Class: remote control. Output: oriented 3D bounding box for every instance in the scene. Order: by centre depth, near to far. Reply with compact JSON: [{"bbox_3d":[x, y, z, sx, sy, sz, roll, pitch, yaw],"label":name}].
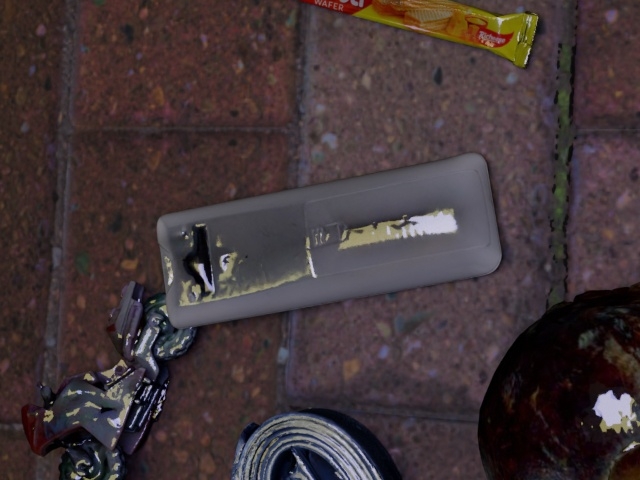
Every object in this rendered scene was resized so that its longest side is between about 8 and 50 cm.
[{"bbox_3d":[0.000,0.000,1.183,0.313,0.055,0.109,-11,81,13],"label":"remote control"}]

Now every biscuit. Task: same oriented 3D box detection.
[{"bbox_3d":[0.057,-0.215,1.206,0.292,0.026,0.048,18,112,22],"label":"biscuit"}]

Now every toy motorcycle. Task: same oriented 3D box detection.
[{"bbox_3d":[-0.201,0.136,1.254,0.122,0.082,0.213,25,83,14],"label":"toy motorcycle"}]

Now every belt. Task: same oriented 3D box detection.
[{"bbox_3d":[0.000,0.235,1.164,0.141,0.082,0.190,-28,78,12],"label":"belt"}]

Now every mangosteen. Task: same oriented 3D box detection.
[{"bbox_3d":[0.241,0.170,0.980,0.231,0.231,0.289,-27,55,17],"label":"mangosteen"}]
